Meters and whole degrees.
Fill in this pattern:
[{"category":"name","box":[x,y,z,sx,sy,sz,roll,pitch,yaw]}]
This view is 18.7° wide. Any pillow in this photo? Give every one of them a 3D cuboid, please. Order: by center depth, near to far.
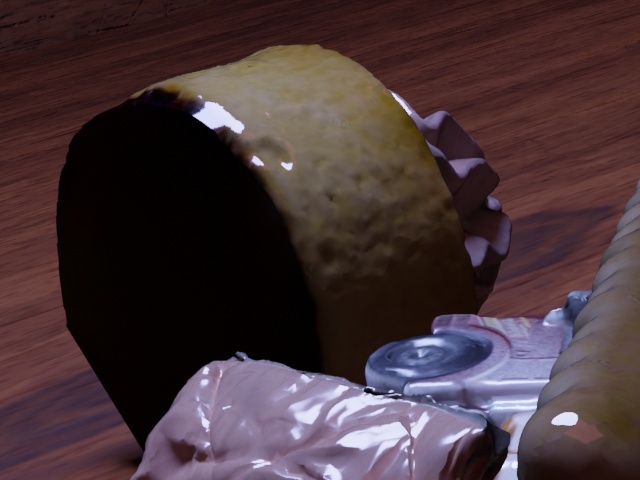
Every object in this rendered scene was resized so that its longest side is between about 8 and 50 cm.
[{"category":"pillow","box":[-0.049,0.129,0.474,0.126,0.043,0.232,15,68,53]}]

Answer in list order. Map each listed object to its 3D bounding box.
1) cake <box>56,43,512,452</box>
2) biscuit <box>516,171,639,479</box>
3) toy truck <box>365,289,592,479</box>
[{"category":"cake","box":[0.000,0.000,0.902,0.178,0.185,0.207,-21,8,-42]},{"category":"biscuit","box":[0.172,0.061,0.579,0.217,0.044,0.325,35,23,4]},{"category":"toy truck","box":[0.065,0.105,0.588,0.135,0.114,0.270,-2,18,14]}]
